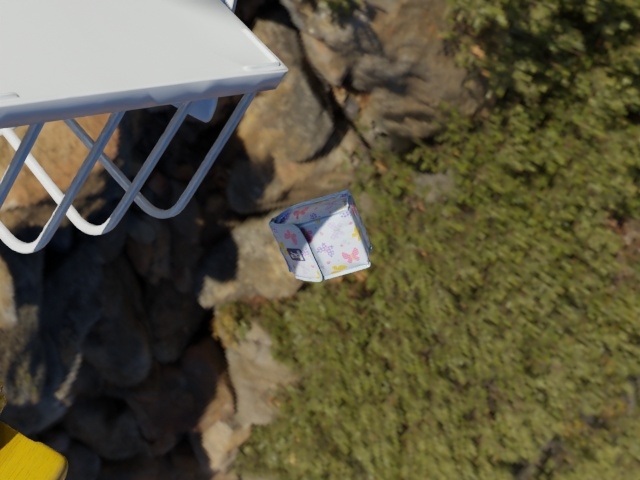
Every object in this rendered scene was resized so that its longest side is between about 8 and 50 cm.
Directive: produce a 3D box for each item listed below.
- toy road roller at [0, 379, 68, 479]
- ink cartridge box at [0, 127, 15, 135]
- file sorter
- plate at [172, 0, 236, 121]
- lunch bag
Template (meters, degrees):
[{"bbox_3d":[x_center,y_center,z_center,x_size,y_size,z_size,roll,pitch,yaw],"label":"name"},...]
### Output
[{"bbox_3d":[-0.407,0.259,1.132,0.329,0.241,0.202,-58,180,34],"label":"toy road roller"},{"bbox_3d":[-0.350,-0.334,1.203,0.279,0.160,0.384,-21,128,25],"label":"ink cartridge box"},{"bbox_3d":[-0.203,-0.099,0.728,0.278,0.193,0.173,-19,151,-53],"label":"file sorter"},{"bbox_3d":[-0.207,-0.337,1.539,0.277,0.045,0.277,25,70,-46],"label":"plate"},{"bbox_3d":[0.000,0.000,1.087,0.083,0.053,0.071,-14,117,15],"label":"lunch bag"}]
